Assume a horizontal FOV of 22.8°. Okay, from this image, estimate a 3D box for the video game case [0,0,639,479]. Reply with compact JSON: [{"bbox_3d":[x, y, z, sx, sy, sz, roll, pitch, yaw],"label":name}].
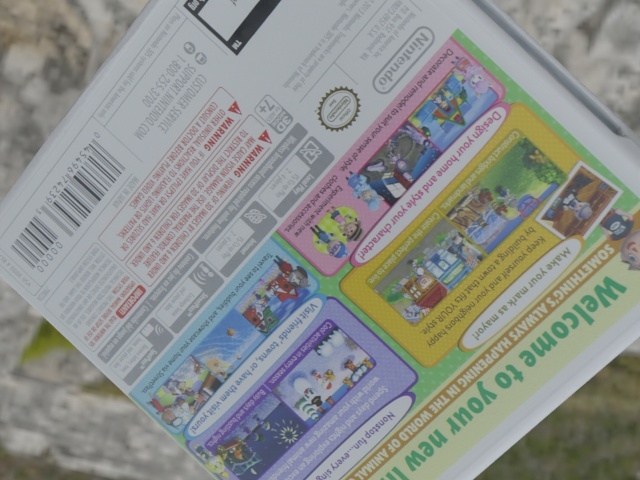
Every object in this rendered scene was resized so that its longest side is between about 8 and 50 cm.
[{"bbox_3d":[0.000,0.000,0.549,0.193,0.023,0.212,43,123,0],"label":"video game case"}]
